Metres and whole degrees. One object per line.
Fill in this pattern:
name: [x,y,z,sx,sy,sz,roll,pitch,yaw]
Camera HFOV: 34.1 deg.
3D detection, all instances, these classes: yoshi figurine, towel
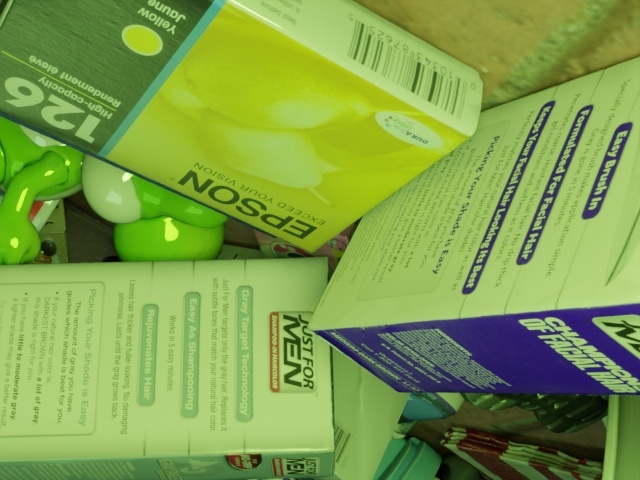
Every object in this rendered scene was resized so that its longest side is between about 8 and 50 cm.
yoshi figurine: [-0.239,-0.051,1.042,0.362,0.204,0.203,16,172,20]
towel: [0.349,0.335,1.418,0.237,0.037,0.329,39,157,-33]

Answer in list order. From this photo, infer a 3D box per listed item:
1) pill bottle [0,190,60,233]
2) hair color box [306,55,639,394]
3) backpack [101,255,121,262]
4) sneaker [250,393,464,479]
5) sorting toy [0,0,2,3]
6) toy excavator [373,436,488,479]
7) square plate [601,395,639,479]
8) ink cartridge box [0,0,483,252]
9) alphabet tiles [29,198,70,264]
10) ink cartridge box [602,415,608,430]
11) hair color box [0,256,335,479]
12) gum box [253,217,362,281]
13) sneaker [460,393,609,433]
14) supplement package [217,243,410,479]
pill bottle: [-0.383,-0.089,1.206,0.180,0.108,0.108,32,158,-13]
hair color box: [0.148,-0.001,0.683,0.110,0.185,0.339,36,158,-20]
backpack: [-0.219,0.177,1.508,0.276,0.213,0.263,22,169,4]
sneaker: [0.015,0.255,1.344,0.322,0.236,0.130,6,151,43]
sorting toy: [-0.441,-0.275,0.875,0.257,0.089,0.255,13,155,32]
toy excavator: [0.003,0.354,1.683,0.445,0.222,0.433,45,156,1]
square plate: [0.367,0.264,0.839,0.347,0.344,0.049,28,130,-2]
ink cartridge box: [-0.095,-0.095,0.769,0.303,0.072,0.307,24,144,-21]
alphabet tiles: [-0.483,0.025,1.311,0.342,0.285,0.011,-3,-169,4]
ink cartridge box: [0.360,0.209,1.099,0.097,0.046,0.207,13,155,34]
hair color box: [-0.175,0.123,0.963,0.374,0.185,0.114,-2,155,0]
gum box: [0.000,0.000,1.021,0.107,0.062,0.188,20,157,17]
sneaker: [0.176,0.095,0.923,0.101,0.106,0.267,-34,144,17]
supplement package: [-0.055,0.143,1.225,0.262,0.198,0.199,9,152,39]
